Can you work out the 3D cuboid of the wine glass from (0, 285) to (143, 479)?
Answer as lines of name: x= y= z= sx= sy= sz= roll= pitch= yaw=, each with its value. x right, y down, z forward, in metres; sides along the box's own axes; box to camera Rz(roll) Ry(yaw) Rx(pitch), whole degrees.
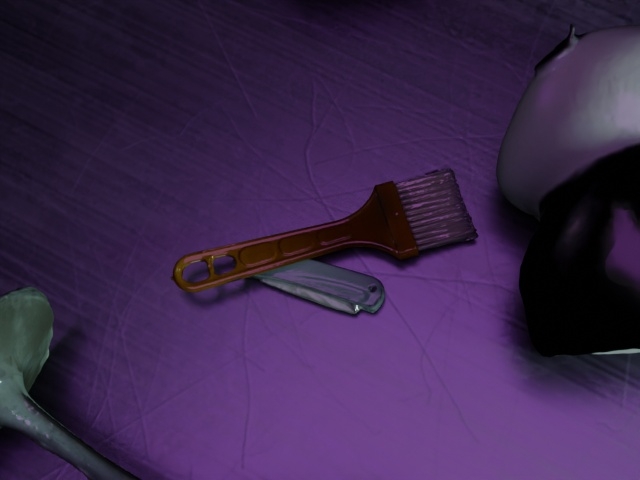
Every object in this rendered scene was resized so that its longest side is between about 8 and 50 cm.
wine glass: x=-0.161 y=0.229 z=0.956 sx=0.406 sy=0.267 sz=0.267 roll=30 pitch=79 yaw=17

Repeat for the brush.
brush: x=0.000 y=0.000 z=1.097 sx=0.314 sy=0.017 sz=0.090 roll=-15 pitch=63 yaw=-6

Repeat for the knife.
knife: x=-0.013 y=0.040 z=1.100 sx=0.162 sy=0.023 sz=0.044 roll=15 pitch=76 yaw=8

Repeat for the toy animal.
toy animal: x=0.298 y=-0.050 z=1.001 sx=0.250 sy=0.251 sz=0.310 roll=-6 pitch=81 yaw=3
